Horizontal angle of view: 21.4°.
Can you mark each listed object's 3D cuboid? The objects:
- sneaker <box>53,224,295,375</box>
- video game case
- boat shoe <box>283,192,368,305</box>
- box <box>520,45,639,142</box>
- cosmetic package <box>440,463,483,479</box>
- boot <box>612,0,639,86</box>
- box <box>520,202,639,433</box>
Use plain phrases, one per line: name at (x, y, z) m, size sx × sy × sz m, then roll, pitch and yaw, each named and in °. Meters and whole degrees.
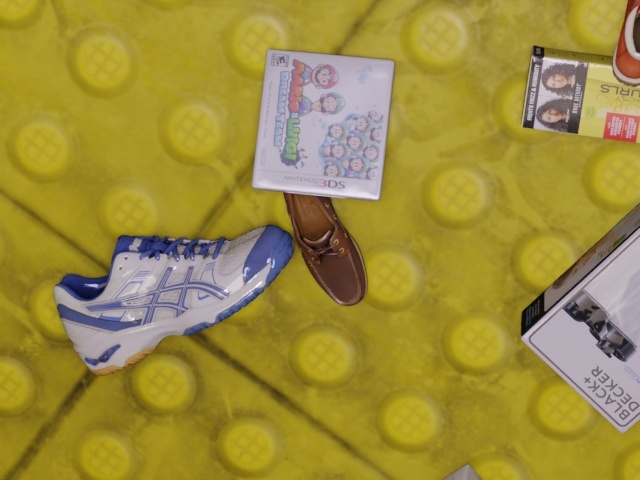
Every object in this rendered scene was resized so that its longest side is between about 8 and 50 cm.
sneaker at (-0.175, 0.042, 1.934) m, size 0.296 × 0.112 × 0.131 m, roll -28°, pitch 103°, yaw 15°
video game case at (0.003, -0.127, 1.870) m, size 0.143 × 0.019 × 0.157 m, roll 6°, pitch 85°, yaw 6°
boat shoe at (0.000, 0.000, 1.923) m, size 0.064 × 0.060 × 0.178 m, roll -20°, pitch 105°, yaw 13°
box at (0.336, -0.150, 1.828) m, size 0.232 × 0.058 × 0.087 m, roll 9°, pitch 109°, yaw 4°
cosmetic package at (0.140, 0.393, 1.989) m, size 0.183 × 0.151 × 0.151 m, roll -34°, pitch 101°, yaw 18°
boot at (0.345, -0.245, 1.760) m, size 0.059 × 0.084 × 0.158 m, roll 13°, pitch 78°, yaw 8°
box at (0.380, 0.056, 1.877) m, size 0.169 × 0.087 × 0.290 m, roll 44°, pitch 109°, yaw -8°
